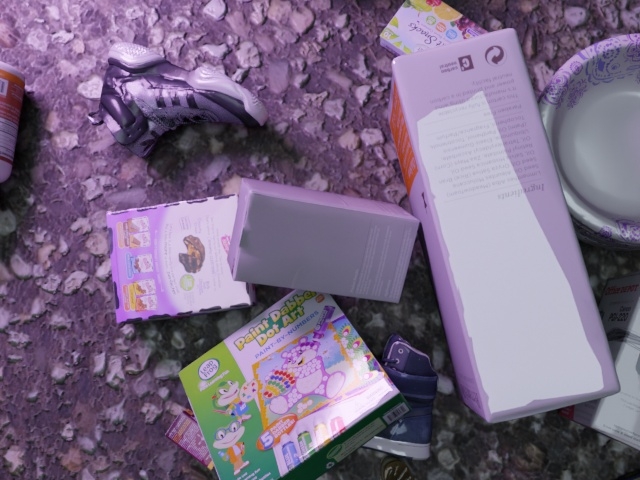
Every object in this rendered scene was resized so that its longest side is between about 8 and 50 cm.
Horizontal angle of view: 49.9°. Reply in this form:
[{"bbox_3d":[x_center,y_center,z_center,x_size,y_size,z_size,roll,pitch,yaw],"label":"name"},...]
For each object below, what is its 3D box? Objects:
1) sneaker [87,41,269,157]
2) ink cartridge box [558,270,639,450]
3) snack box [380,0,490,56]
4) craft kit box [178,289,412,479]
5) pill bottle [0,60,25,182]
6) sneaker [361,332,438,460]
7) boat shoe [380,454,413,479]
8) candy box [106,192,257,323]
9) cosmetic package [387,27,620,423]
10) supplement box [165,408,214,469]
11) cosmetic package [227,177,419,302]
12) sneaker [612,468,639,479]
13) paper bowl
[{"bbox_3d":[-0.217,-0.185,1.027,0.269,0.101,0.153,22,85,12],"label":"sneaker"},{"bbox_3d":[0.413,0.155,0.912,0.092,0.158,0.217,24,84,7],"label":"ink cartridge box"},{"bbox_3d":[0.175,-0.305,1.048,0.141,0.037,0.100,35,87,7],"label":"snack box"},{"bbox_3d":[-0.045,0.199,0.918,0.250,0.061,0.246,-36,40,-2],"label":"craft kit box"},{"bbox_3d":[-0.520,-0.157,1.027,0.121,0.121,0.216,6,83,4],"label":"pill bottle"},{"bbox_3d":[0.053,0.203,0.958,0.226,0.086,0.163,10,92,-3],"label":"sneaker"},{"bbox_3d":[0.110,0.381,0.964,0.056,0.048,0.153,-11,89,-10],"label":"boat shoe"},{"bbox_3d":[-0.201,0.029,1.010,0.196,0.070,0.164,-8,82,3],"label":"candy box"},{"bbox_3d":[0.220,-0.012,0.912,0.162,0.230,0.453,-14,81,2],"label":"cosmetic package"},{"bbox_3d":[-0.172,0.283,0.983,0.083,0.055,0.043,34,84,6],"label":"supplement box"},{"bbox_3d":[0.000,0.000,0.935,0.238,0.107,0.127,12,103,-13],"label":"cosmetic package"},{"bbox_3d":[0.362,0.411,0.907,0.297,0.112,0.131,-20,82,1],"label":"sneaker"},{"bbox_3d":[0.424,-0.126,0.954,0.284,0.148,0.284,0,82,3],"label":"paper bowl"}]
